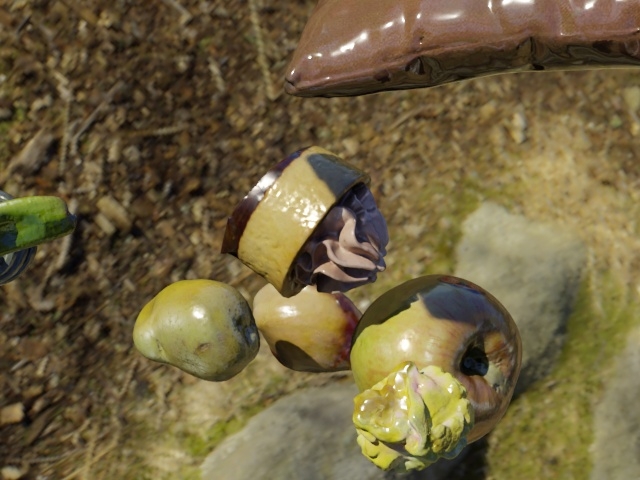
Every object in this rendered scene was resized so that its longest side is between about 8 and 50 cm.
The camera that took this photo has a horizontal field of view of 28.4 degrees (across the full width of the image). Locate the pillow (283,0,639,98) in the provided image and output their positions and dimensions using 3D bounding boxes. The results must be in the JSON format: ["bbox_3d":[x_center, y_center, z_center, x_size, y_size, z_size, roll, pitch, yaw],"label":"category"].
[{"bbox_3d":[0.144,-0.185,0.887,0.305,0.308,0.108,-66,148,-58],"label":"pillow"}]

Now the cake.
[{"bbox_3d":[0.000,0.000,1.618,0.208,0.185,0.178,-44,75,0],"label":"cake"}]

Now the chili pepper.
[{"bbox_3d":[-0.294,0.011,1.044,0.202,0.050,0.051,-36,122,-39],"label":"chili pepper"}]

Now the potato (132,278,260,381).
[{"bbox_3d":[-0.186,0.133,1.851,0.157,0.194,0.157,25,62,-59],"label":"potato"}]

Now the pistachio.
[{"bbox_3d":[-0.012,0.139,2.036,0.210,0.165,0.130,28,29,13],"label":"pistachio"}]

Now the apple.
[{"bbox_3d":[0.157,0.166,1.734,0.261,0.194,0.260,1,89,-41],"label":"apple"}]

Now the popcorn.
[{"bbox_3d":[0.112,0.213,1.521,0.126,0.145,0.125,64,30,-55],"label":"popcorn"}]

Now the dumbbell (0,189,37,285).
[{"bbox_3d":[-0.356,0.018,1.272,0.110,0.110,0.254,43,9,-11],"label":"dumbbell"}]
